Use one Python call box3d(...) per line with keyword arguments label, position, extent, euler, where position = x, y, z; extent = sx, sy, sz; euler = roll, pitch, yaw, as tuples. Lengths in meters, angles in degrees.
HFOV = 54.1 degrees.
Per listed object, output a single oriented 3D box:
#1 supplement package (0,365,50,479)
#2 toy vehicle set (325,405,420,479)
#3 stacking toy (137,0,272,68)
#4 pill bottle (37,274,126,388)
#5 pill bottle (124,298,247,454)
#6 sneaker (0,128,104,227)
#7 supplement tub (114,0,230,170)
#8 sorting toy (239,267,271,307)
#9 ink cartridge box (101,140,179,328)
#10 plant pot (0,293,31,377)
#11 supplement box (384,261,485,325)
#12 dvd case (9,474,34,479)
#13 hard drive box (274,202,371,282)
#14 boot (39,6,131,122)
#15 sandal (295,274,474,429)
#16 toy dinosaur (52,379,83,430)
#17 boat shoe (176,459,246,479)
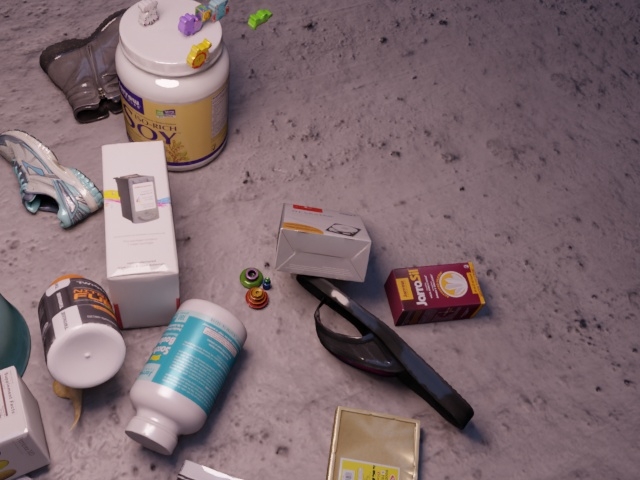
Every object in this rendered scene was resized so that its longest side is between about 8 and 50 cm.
box3d(label="supplement package", position=(-0.597, 0.335, 1.030), extent=(0.244, 0.139, 0.134), euler=(-20, 54, -18))
box3d(label="toy vehicle set", position=(0.092, 0.451, 1.153), extent=(0.165, 0.035, 0.267), euler=(12, 57, -3))
box3d(label="stacking toy", position=(-0.231, -0.447, 1.254), extent=(0.167, 0.052, 0.221), euler=(41, 58, 13))
box3d(label="pill bottle", position=(-0.444, 0.151, 1.147), extent=(0.130, 0.131, 0.245), euler=(-19, 31, -20))
box3d(label="pill bottle", position=(-0.251, 0.250, 1.152), extent=(0.146, 0.146, 0.264), euler=(23, 57, 4))
box3d(label="sneaker", position=(-0.612, -0.134, 1.352), extent=(0.283, 0.110, 0.122), euler=(33, 62, 11))
box3d(label="supplement tub", position=(-0.324, -0.340, 1.395), extent=(0.240, 0.331, 0.241), euler=(4, 58, -7))
box3d(label="sorting toy", position=(-0.135, 0.093, 1.331), extent=(0.061, 0.042, 0.102), euler=(-10, 61, -16))
box3d(label="ink cartridge box", position=(-0.355, -0.009, 1.248), extent=(0.131, 0.226, 0.306), euler=(-6, 59, -14))
box3d(label="plant pot", position=(-0.671, 0.152, 1.076), extent=(0.271, 0.255, 0.272), euler=(5, 58, -8))
box3d(label="supplement box", position=(0.245, 0.116, 1.361), extent=(0.188, 0.081, 0.104), euler=(-4, 60, -12))
box3d(label="dvd case", position=(-0.475, 0.512, 1.025), extent=(0.253, 0.022, 0.180), euler=(29, 58, 8))
box3d(label="hard drive box", position=(0.000, 0.000, 1.310), extent=(0.181, 0.089, 0.232), euler=(8, 14, -5))
box3d(label="boot", position=(-0.499, -0.433, 1.567), extent=(0.338, 0.118, 0.223), euler=(-36, 73, -15))
box3d(label="sandal", position=(0.099, 0.221, 1.231), extent=(0.445, 0.167, 0.107), euler=(41, 78, 16))
box3d(label="toy dinosaur", position=(-0.455, 0.266, 1.174), extent=(0.092, 0.053, 0.183), euler=(-31, 60, -9))
box3d(label="boat shoe", position=(-0.113, 0.469, 1.057), extent=(0.306, 0.113, 0.105), euler=(17, 65, 8))
